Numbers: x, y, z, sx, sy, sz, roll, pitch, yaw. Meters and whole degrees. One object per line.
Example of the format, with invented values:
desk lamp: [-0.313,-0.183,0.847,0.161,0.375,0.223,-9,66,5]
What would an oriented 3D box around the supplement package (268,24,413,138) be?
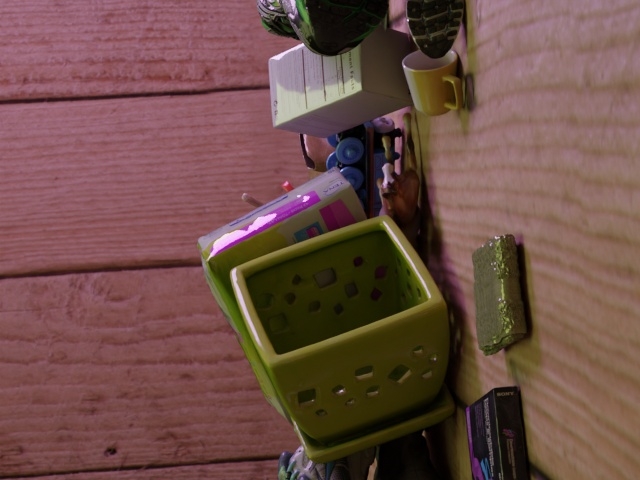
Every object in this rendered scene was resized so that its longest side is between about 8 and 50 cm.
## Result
supplement package: [0.027,-0.219,1.850,0.179,0.105,0.105,-17,72,43]

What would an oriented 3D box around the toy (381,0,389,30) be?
toy: [0.086,-0.407,1.804,0.137,0.056,0.237,89,169,-45]

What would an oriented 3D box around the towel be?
towel: [0.173,0.053,1.316,0.148,0.027,0.110,106,161,-79]

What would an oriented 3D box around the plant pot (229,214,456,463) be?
plant pot: [0.036,0.133,1.681,0.228,0.227,0.207,-117,9,-55]

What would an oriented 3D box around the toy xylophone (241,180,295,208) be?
toy xylophone: [0.000,0.000,2.033,0.236,0.081,0.322,46,-179,8]

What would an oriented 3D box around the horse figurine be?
horse figurine: [0.102,-0.044,1.846,0.263,0.066,0.175,94,176,-51]

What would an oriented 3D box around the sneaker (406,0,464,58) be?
sneaker: [0.130,-0.275,1.491,0.073,0.063,0.162,48,-141,-69]

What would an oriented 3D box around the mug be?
mug: [0.126,-0.172,1.513,0.078,0.062,0.064,-89,-9,-59]

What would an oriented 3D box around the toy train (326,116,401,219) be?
toy train: [0.066,-0.105,1.977,0.080,0.105,0.184,-117,22,-55]

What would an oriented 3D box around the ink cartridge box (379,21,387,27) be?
ink cartridge box: [0.058,-0.426,2.114,0.239,0.060,0.275,-134,41,-81]

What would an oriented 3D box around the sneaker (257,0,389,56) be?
sneaker: [-0.007,-0.310,1.765,0.146,0.134,0.343,-59,19,22]

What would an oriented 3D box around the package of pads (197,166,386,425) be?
package of pads: [-0.015,0.082,1.825,0.297,0.229,0.101,64,175,-26]

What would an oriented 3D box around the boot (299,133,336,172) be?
boot: [0.015,-0.249,2.434,0.112,0.115,0.305,89,177,-55]

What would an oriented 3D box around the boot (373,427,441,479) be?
boot: [0.111,0.284,1.753,0.338,0.118,0.223,121,151,-74]

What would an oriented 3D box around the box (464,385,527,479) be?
box: [0.178,0.216,1.367,0.162,0.029,0.116,109,157,-74]

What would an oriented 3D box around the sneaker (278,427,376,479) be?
sneaker: [0.002,0.325,1.712,0.283,0.122,0.110,-83,3,-48]
